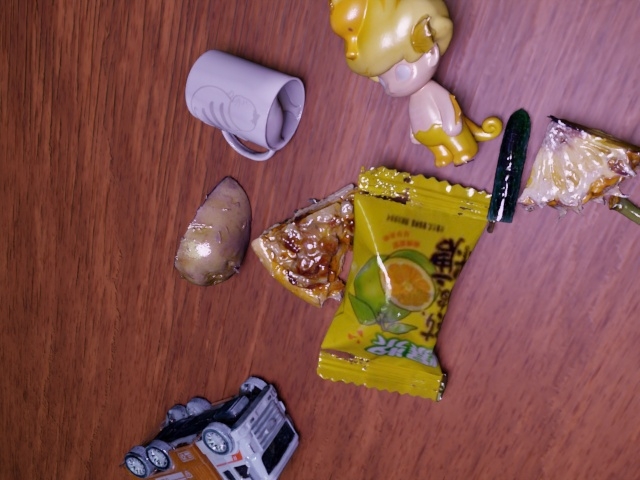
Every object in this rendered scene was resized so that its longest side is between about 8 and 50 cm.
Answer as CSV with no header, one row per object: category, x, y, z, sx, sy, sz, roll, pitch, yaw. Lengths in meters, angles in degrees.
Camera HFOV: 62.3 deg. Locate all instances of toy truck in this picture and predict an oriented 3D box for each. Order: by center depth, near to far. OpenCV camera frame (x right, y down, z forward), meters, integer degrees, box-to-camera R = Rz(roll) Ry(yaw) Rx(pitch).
toy truck,-0.179,0.358,0.889,0.305,0.136,0.162,-27,99,32

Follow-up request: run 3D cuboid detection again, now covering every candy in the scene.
candy,0.108,0.063,0.684,0.187,0.081,0.297,13,103,-3

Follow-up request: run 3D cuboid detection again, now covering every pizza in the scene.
pizza,-0.002,0.000,0.732,0.154,0.069,0.194,44,119,8

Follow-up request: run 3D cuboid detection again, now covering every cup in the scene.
cup,-0.104,-0.172,0.714,0.133,0.099,0.135,25,113,16

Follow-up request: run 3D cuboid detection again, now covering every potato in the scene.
potato,-0.148,0.004,0.792,0.089,0.100,0.171,29,112,10

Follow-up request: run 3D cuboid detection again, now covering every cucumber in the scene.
cucumber,0.221,-0.087,0.615,0.032,0.032,0.133,13,100,22

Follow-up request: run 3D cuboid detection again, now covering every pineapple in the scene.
pineapple,0.274,-0.084,0.578,0.137,0.069,0.116,-26,86,33

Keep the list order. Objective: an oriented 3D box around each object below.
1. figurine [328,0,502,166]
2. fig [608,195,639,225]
figurine,0.105,-0.200,0.603,0.246,0.131,0.156,58,161,-17
fig,0.414,-0.007,0.517,0.245,0.149,0.149,10,111,49
